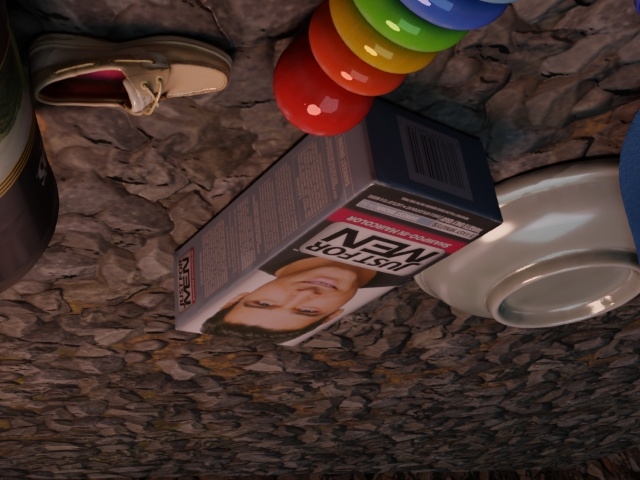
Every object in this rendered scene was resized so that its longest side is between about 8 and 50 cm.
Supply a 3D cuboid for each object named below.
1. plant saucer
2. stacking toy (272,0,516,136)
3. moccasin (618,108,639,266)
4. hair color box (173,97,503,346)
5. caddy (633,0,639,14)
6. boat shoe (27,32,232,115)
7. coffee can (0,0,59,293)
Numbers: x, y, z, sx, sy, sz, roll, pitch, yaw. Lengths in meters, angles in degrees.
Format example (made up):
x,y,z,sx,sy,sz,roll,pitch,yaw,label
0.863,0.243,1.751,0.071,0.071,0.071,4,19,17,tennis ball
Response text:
x,y,z,sx,sy,sz,roll,pitch,yaw,label
0.329,0.036,1.041,0.400,0.100,0.400,-6,152,-3,plant saucer
0.066,-0.178,0.552,0.141,0.141,0.330,8,153,-27,stacking toy
0.418,-0.049,0.857,0.117,0.138,0.342,-39,135,-20,moccasin
0.000,0.000,0.873,0.185,0.113,0.374,14,146,-36,hair color box
0.387,-0.222,0.497,0.341,0.179,0.241,-31,167,35,caddy
-0.158,-0.134,0.638,0.170,0.059,0.063,-2,152,-11,boat shoe
-0.306,-0.091,0.527,0.201,0.201,0.275,-2,152,-11,coffee can
